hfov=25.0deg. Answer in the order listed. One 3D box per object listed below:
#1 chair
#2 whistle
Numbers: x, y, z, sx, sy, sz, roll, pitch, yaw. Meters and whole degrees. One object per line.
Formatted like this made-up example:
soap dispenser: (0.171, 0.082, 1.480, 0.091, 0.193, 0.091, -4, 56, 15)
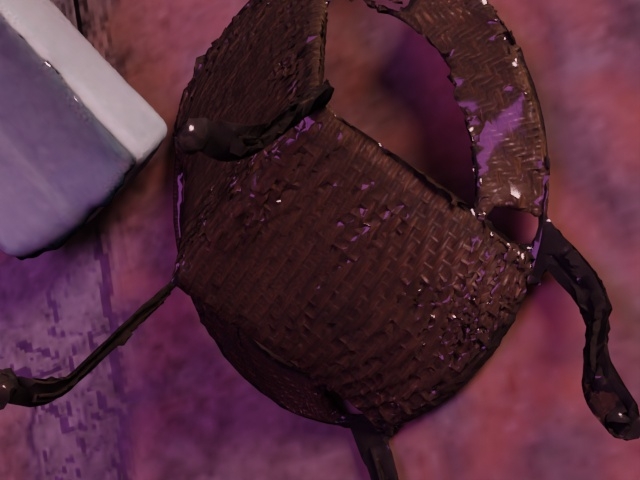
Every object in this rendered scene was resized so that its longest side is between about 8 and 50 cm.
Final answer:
chair: (0.000, 0.000, 0.485, 0.174, 0.149, 0.213, -50, 15, 28)
whistle: (-0.161, -0.149, 0.617, 0.163, 0.163, 0.289, -35, 101, 32)
